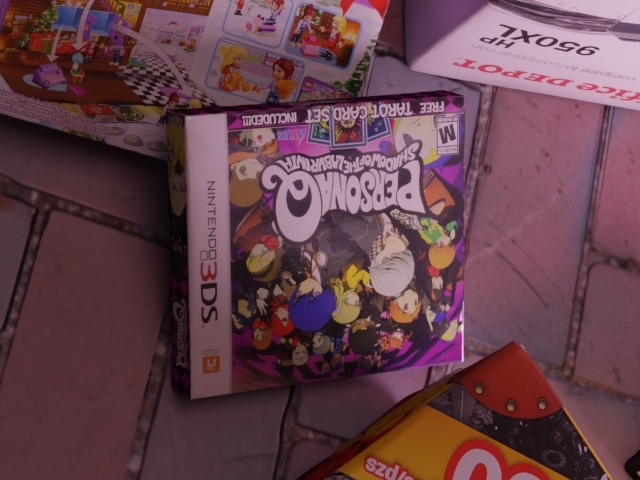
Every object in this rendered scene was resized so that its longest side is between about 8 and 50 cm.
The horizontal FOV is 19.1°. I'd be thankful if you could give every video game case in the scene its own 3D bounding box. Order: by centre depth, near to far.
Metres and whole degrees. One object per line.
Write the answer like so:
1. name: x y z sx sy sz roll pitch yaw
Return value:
1. video game case: 0.000 0.000 1.411 0.232 0.042 0.210 -5 103 -26

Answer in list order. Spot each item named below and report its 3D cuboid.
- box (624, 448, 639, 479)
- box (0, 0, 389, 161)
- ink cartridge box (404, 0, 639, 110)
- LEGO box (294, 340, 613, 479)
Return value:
1. box: 0.402 0.220 1.535 0.184 0.103 0.261 -39 92 -31
2. box: -0.105 -0.161 1.403 0.293 0.057 0.201 16 99 -19
3. ink cartridge box: 0.272 -0.243 1.457 0.285 0.395 0.166 8 73 -21
4. LEGO box: 0.103 0.383 1.295 0.372 0.193 0.500 -34 89 -29
